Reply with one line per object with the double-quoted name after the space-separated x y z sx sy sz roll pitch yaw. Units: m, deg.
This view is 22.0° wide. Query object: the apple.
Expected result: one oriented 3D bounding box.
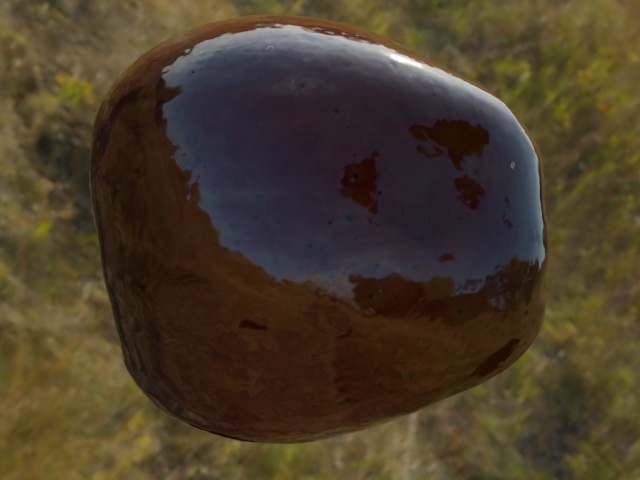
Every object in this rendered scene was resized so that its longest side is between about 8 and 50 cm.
0.000 0.000 1.316 0.365 0.329 0.295 -2 61 -11 "apple"
